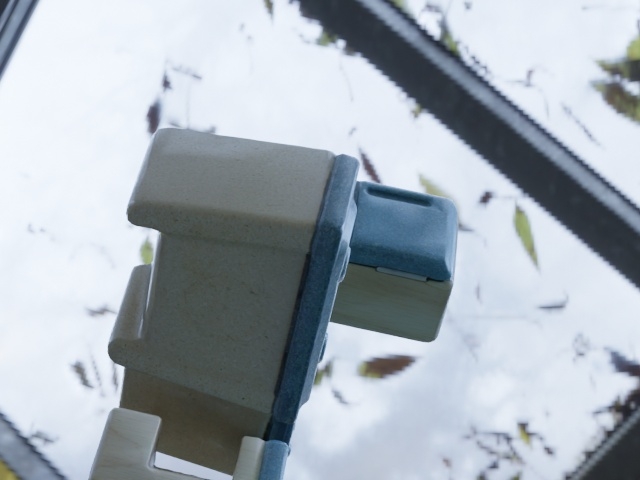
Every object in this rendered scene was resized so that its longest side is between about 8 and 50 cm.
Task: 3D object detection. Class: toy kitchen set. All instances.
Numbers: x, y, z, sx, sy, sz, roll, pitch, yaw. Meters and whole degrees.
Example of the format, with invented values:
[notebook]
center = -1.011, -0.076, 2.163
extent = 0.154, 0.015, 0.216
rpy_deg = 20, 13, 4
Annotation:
[toy kitchen set]
center = 0.000, 0.000, 0.574
extent = 0.122, 0.207, 0.166
rpy_deg = 12, -53, -2
